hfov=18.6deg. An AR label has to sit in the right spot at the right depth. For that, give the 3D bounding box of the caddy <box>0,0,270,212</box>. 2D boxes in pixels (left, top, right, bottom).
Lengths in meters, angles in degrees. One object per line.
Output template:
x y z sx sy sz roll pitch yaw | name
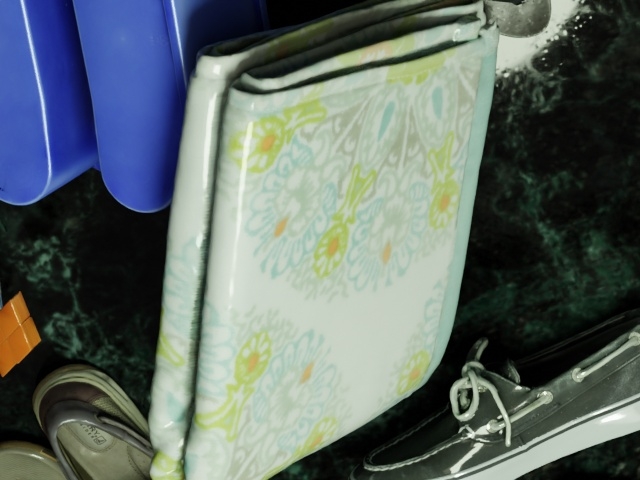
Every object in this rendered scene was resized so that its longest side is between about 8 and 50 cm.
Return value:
-0.167 -0.182 1.476 0.241 0.179 0.341 5 119 22 | caddy

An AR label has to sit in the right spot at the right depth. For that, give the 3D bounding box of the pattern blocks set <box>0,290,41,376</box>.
-0.357 0.038 1.601 0.285 0.026 0.325 28 124 10 | pattern blocks set

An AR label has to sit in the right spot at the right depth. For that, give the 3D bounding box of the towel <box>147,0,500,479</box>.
0.000 0.000 1.509 0.090 0.320 0.374 24 119 32 | towel

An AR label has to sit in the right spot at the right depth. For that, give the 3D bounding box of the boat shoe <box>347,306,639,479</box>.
0.158 0.144 1.683 0.306 0.113 0.105 -20 109 5 | boat shoe

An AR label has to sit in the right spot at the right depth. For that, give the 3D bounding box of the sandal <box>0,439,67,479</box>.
-0.259 0.279 1.762 0.090 0.060 0.219 2 117 -3 | sandal

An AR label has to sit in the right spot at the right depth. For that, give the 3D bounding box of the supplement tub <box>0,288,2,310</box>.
-0.302 0.058 1.645 0.071 0.071 0.107 -3 117 -1 | supplement tub

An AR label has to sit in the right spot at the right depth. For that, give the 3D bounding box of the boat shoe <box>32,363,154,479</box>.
-0.149 0.231 1.724 0.103 0.092 0.285 -33 113 14 | boat shoe

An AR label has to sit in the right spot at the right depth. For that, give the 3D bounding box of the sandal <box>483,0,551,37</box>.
0.126 -0.230 1.533 0.067 0.040 0.179 -26 115 10 | sandal
